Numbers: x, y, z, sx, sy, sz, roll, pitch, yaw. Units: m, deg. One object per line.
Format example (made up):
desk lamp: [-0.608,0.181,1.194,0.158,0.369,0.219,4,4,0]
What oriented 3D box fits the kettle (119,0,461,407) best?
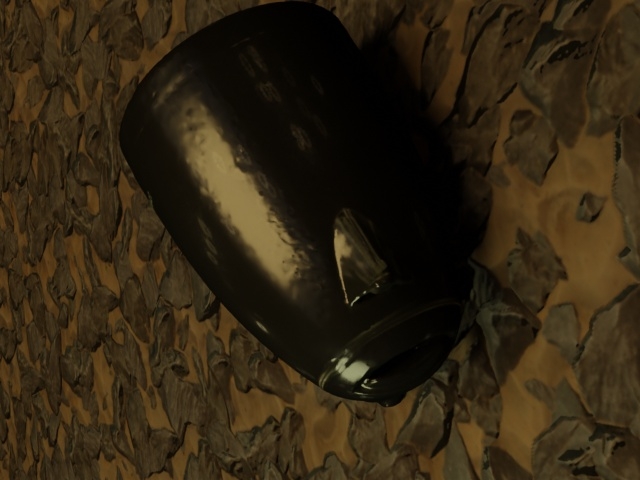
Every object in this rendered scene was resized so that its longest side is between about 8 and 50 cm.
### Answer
kettle: [0.000,0.000,0.838,0.290,0.207,0.268,57,169,18]
